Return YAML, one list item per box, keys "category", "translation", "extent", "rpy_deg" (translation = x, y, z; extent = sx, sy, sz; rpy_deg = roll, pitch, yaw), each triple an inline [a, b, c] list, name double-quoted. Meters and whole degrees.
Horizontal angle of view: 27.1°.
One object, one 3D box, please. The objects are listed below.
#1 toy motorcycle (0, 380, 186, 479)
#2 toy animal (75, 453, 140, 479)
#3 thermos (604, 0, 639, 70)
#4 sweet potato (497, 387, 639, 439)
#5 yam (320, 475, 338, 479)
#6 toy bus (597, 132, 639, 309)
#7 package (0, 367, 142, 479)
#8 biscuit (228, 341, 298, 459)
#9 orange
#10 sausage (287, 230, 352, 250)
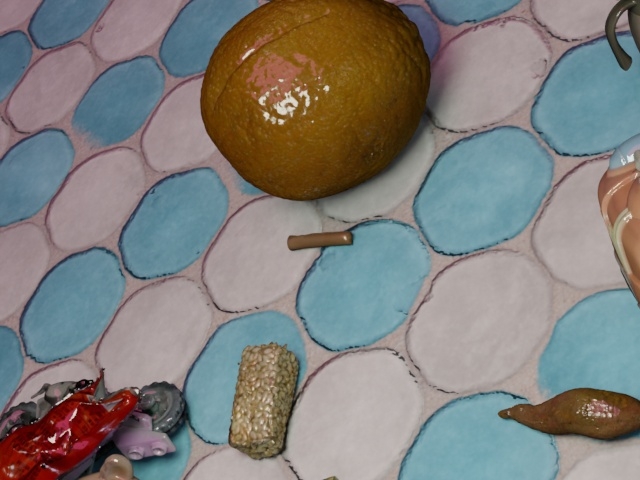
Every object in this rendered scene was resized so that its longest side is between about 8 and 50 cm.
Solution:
- category: "toy motorcycle"
  translation: [-0.361, 0.313, 2.023]
  extent: [0.327, 0.143, 0.188]
  rpy_deg: [-11, 45, 17]
- category: "toy animal"
  translation: [-0.332, 0.441, 1.879]
  extent: [0.229, 0.210, 0.221]
  rpy_deg: [-40, 15, -29]
- category: "thermos"
  translation: [0.468, -0.301, 1.861]
  extent: [0.137, 0.193, 0.105]
  rpy_deg: [-36, 46, 8]
- category: "sweet potato"
  translation: [0.317, 0.216, 1.673]
  extent: [0.226, 0.068, 0.068]
  rpy_deg: [-3, 57, 34]
- category: "yam"
  translation: [-0.024, 0.350, 1.846]
  extent: [0.107, 0.014, 0.014]
  rpy_deg: [-24, 47, 18]
- category: "toy bus"
  translation: [0.438, -0.012, 1.618]
  extent: [0.194, 0.232, 0.287]
  rpy_deg: [-31, 24, 16]
- category: "package"
  translation: [-0.385, 0.287, 1.906]
  extent: [0.269, 0.071, 0.194]
  rpy_deg: [-38, 25, -24]
- category: "biscuit"
  translation: [-0.083, 0.233, 1.937]
  extent: [0.082, 0.070, 0.168]
  rpy_deg: [-13, 54, 32]
- category: "orange"
  translation: [-0.005, -0.233, 2.064]
  extent: [0.357, 0.322, 0.322]
  rpy_deg: [-35, 44, -3]
- category: "sausage"
  translation: [0.000, 0.000, 2.085]
  extent: [0.116, 0.026, 0.026]
  rpy_deg: [-5, 56, 32]
